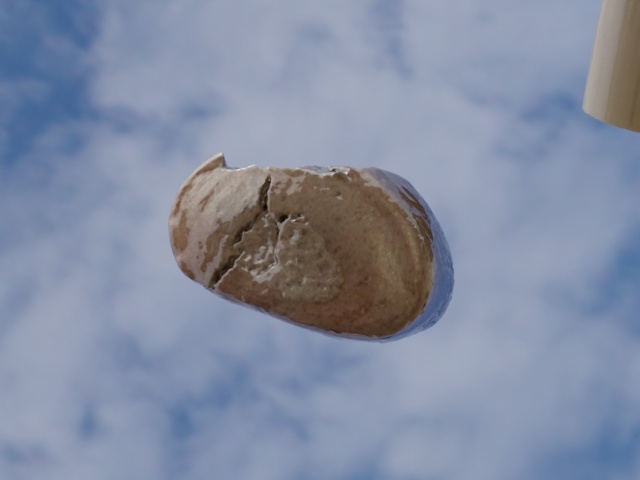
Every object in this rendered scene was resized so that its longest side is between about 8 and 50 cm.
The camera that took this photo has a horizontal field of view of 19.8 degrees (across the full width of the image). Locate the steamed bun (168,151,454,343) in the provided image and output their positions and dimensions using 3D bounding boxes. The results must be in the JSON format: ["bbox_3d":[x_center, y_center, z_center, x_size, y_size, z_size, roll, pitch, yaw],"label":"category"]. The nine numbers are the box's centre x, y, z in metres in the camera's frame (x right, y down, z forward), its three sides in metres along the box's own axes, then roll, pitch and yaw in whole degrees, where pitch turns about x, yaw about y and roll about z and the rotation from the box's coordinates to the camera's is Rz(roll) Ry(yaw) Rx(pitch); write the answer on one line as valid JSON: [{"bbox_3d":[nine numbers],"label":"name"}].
[{"bbox_3d":[0.000,0.000,1.141,0.145,0.175,0.106,4,-78,-75],"label":"steamed bun"}]

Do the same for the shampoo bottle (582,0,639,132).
[{"bbox_3d":[0.278,-0.215,1.449,0.127,0.078,0.257,-2,-63,-41],"label":"shampoo bottle"}]
